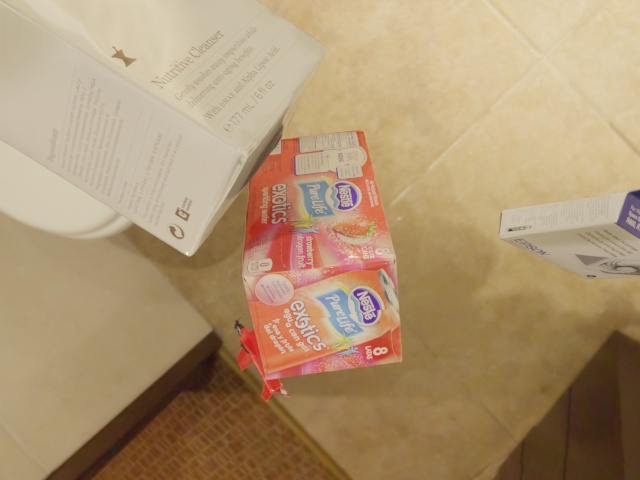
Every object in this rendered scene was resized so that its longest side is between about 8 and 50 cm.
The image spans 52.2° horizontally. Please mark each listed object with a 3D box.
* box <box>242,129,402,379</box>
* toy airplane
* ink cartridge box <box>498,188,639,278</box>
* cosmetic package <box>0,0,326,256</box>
[{"bbox_3d":[0.000,0.000,0.765,0.154,0.300,0.142,-8,124,1],"label":"box"},{"bbox_3d":[-0.097,0.187,1.022,0.151,0.028,0.151,21,120,42],"label":"toy airplane"},{"bbox_3d":[0.385,-0.001,0.834,0.224,0.223,0.045,-11,65,52],"label":"ink cartridge box"},{"bbox_3d":[-0.214,-0.187,0.615,0.385,0.217,0.156,32,134,-5],"label":"cosmetic package"}]
